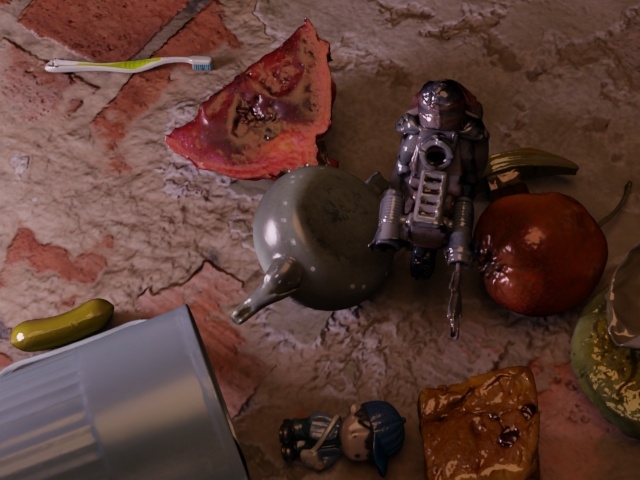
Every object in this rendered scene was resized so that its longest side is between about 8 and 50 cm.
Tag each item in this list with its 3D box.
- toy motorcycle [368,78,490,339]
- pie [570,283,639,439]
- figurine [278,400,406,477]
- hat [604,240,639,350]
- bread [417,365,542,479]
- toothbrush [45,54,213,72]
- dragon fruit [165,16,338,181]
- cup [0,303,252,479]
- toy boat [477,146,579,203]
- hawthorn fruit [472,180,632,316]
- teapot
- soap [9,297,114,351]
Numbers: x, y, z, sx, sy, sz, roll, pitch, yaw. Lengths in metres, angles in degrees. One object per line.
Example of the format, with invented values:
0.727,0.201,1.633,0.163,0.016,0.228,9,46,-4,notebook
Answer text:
0.142,-0.056,1.561,0.134,0.207,0.401,9,60,6,toy motorcycle
0.450,0.142,1.537,0.277,0.078,0.277,-5,58,8,pie
0.029,0.241,1.511,0.149,0.086,0.087,-5,16,16,figurine
0.451,0.082,1.499,0.173,0.144,0.166,27,69,-25,hat
0.186,0.246,1.441,0.143,0.158,0.149,-8,58,6,bread
-0.292,-0.269,1.891,0.263,0.026,0.022,1,51,5,toothbrush
-0.059,-0.145,1.742,0.262,0.134,0.211,-36,72,0,dragon fruit
-0.266,0.218,1.439,0.311,0.257,0.331,-20,59,-6,cup
0.265,-0.087,1.703,0.172,0.065,0.066,-14,74,0,toy boat
0.328,-0.001,1.622,0.285,0.165,0.165,-17,54,-34,hawthorn fruit
0.000,0.000,1.615,0.193,0.129,0.294,48,47,-5,teapot
-0.335,0.112,1.618,0.140,0.089,0.045,-18,97,-6,soap
